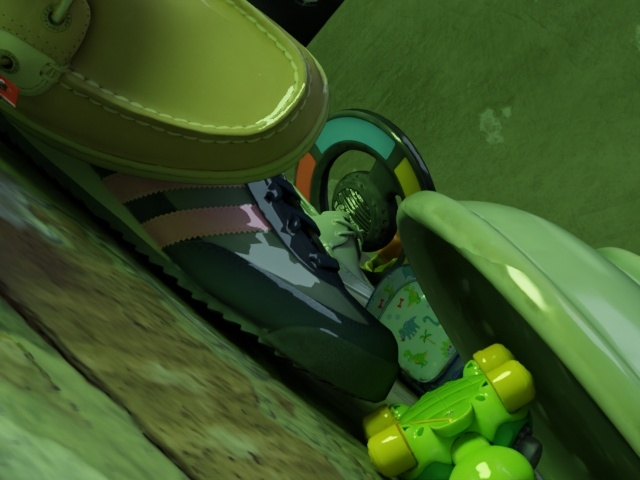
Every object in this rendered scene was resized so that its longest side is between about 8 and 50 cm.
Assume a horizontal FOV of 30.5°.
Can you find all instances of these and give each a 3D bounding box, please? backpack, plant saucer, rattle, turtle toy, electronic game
[{"bbox_3d":[0.095,0.077,1.058,0.114,0.105,0.084,35,0,28],"label":"backpack"},{"bbox_3d":[0.198,0.116,0.722,0.400,0.100,0.400,55,-5,7],"label":"plant saucer"},{"bbox_3d":[0.118,0.058,1.377,0.130,0.143,0.200,58,-11,-22],"label":"rattle"},{"bbox_3d":[0.077,0.109,0.615,0.066,0.095,0.130,61,2,-5],"label":"turtle toy"},{"bbox_3d":[0.047,-0.032,1.295,0.048,0.229,0.229,-17,45,-38],"label":"electronic game"}]

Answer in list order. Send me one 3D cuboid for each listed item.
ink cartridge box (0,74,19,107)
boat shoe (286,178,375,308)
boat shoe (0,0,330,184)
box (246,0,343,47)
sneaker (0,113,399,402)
[{"bbox_3d":[-0.160,-0.102,0.468,0.115,0.029,0.063,38,3,-19],"label":"ink cartridge box"},{"bbox_3d":[0.000,0.000,1.257,0.227,0.081,0.079,41,3,41],"label":"boat shoe"},{"bbox_3d":[-0.153,-0.135,0.604,0.341,0.121,0.110,25,-21,3],"label":"boat shoe"},{"bbox_3d":[-0.100,-0.196,0.928,0.073,0.293,0.295,39,2,23],"label":"box"},{"bbox_3d":[-0.059,-0.043,0.682,0.319,0.131,0.112,40,1,7],"label":"sneaker"}]
